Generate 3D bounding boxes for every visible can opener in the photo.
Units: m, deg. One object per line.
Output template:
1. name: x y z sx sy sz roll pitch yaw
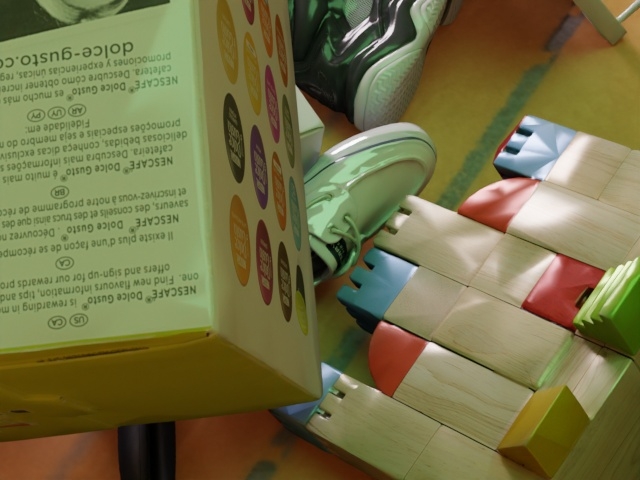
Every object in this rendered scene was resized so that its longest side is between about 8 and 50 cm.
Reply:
1. can opener: -0.130 0.112 1.203 0.059 0.073 0.186 17 48 -43

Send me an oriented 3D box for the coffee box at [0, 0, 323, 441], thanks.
1. coffee box: -0.199 -0.057 1.038 0.338 0.337 0.334 -7 77 8

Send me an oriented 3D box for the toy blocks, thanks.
1. toy blocks: 0.133 0.061 1.177 0.261 0.191 0.381 25 72 41

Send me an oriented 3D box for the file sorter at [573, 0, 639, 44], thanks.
1. file sorter: 0.209 -0.328 1.361 0.173 0.278 0.193 -41 62 12

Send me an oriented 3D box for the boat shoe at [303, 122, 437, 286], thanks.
1. boat shoe: 0.000 0.000 1.242 0.226 0.083 0.076 -35 39 1

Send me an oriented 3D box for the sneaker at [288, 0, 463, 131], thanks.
1. sneaker: 0.038 -0.219 1.405 0.153 0.101 0.268 21 57 9

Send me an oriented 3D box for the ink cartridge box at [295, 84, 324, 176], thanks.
1. ink cartridge box: -0.074 -0.100 1.300 0.072 0.127 0.175 -23 61 -22
